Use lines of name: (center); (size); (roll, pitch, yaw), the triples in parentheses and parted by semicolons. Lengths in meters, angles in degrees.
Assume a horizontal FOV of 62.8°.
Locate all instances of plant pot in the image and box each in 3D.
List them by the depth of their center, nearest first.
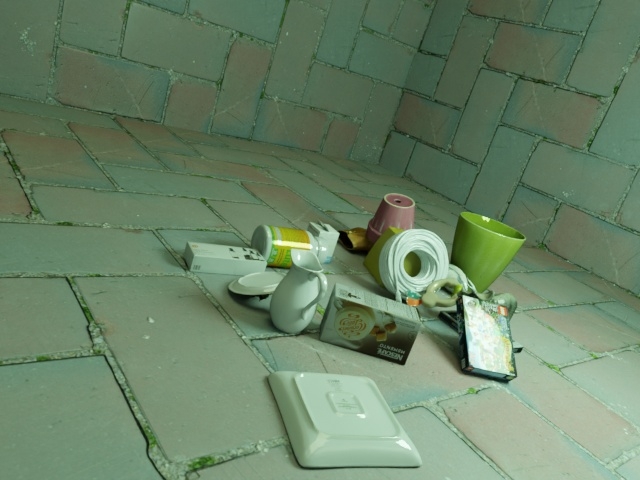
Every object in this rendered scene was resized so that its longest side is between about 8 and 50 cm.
plant pot: (0.319, 0.067, 2.013); (0.212, 0.187, 0.212); (12, 19, -22)
plant pot: (0.303, -0.086, 2.147); (0.201, 0.180, 0.201); (8, 31, -5)
plant pot: (0.648, 0.070, 2.154); (0.274, 0.293, 0.275); (17, 18, -6)

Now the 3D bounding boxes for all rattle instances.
rattle: (0.395, 0.217, 1.802); (0.199, 0.143, 0.130); (-23, 53, -6)

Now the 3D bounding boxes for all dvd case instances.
dvd case: (0.543, 0.309, 1.784); (0.179, 0.030, 0.238); (5, 23, -38)

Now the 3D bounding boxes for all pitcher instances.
pitcher: (-0.051, 0.150, 1.377); (0.125, 0.207, 0.178); (9, 21, -28)

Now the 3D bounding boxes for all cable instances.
cable: (0.332, 0.088, 1.860); (0.257, 0.257, 0.089); (-18, 3, -20)

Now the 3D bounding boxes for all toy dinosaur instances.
toy dinosaur: (0.596, 0.233, 1.748); (0.313, 0.160, 0.121); (7, 21, -27)

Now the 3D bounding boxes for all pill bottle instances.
pill bottle: (-0.103, 0.026, 1.798); (0.245, 0.136, 0.136); (7, 21, -31)

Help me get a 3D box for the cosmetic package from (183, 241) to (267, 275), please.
cosmetic package: (-0.297, 0.059, 1.638); (0.239, 0.060, 0.099); (7, 20, -32)

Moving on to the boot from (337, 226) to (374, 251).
boot: (0.220, 0.027, 2.205); (0.211, 0.104, 0.295); (-6, 27, -39)

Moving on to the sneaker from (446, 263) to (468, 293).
sneaker: (0.470, 0.131, 2.098); (0.122, 0.110, 0.283); (-13, 48, -29)

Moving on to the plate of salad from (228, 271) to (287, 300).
plate of salad: (-0.168, 0.134, 1.533); (0.200, 0.048, 0.200); (-2, 14, 1)

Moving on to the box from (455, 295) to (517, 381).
box: (0.494, 0.290, 1.568); (0.159, 0.044, 0.233); (14, 53, -12)

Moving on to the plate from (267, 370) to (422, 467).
plate: (0.049, 0.363, 1.117); (0.277, 0.045, 0.278); (10, 20, -23)

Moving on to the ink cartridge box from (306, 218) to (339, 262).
ink cartridge box: (0.000, 0.000, 1.963); (0.090, 0.143, 0.092); (6, 22, -34)

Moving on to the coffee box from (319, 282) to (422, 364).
coffee box: (0.135, 0.229, 1.440); (0.246, 0.141, 0.098); (18, 18, -4)
